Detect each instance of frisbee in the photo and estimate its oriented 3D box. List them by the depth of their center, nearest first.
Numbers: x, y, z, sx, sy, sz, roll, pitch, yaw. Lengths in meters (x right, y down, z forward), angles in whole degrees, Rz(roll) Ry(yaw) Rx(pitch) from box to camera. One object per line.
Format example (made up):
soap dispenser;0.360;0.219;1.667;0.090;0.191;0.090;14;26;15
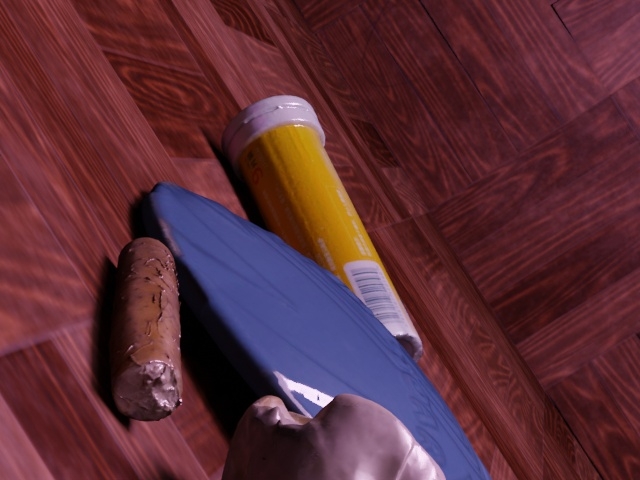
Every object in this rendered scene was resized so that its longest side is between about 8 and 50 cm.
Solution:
frisbee;0.019;0.067;0.932;0.289;0.049;0.289;46;7;-7

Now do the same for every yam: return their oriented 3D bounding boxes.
yam;-0.074;0.033;0.731;0.032;0.032;0.145;54;7;-19

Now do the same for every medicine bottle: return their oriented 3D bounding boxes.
medicine bottle;0.000;0.000;1.192;0.074;0.074;0.218;46;15;-55

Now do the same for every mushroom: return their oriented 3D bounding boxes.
mushroom;0.020;0.153;0.599;0.099;0.096;0.278;50;14;-36
